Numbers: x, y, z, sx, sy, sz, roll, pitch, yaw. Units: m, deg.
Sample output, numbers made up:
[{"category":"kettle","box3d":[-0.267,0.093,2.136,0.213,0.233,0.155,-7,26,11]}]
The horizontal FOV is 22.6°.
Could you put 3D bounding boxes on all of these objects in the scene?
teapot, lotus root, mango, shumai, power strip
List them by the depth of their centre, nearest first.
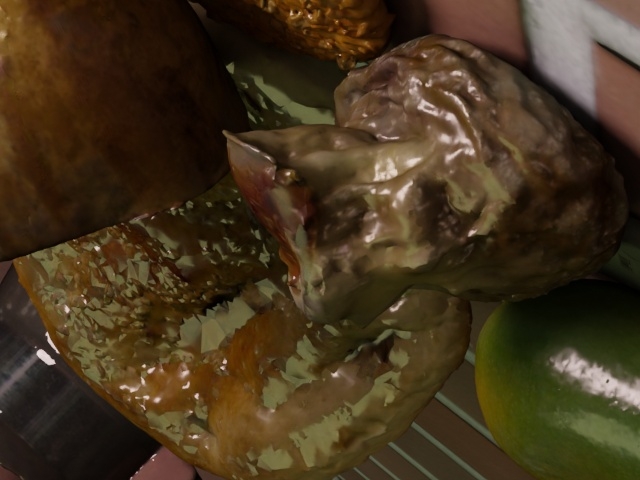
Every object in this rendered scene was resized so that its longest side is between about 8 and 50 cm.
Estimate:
[{"category":"shumai","box3d":[0.044,-0.017,0.821,0.209,0.153,0.161,19,135,54]},{"category":"power strip","box3d":[0.161,0.005,0.852,0.136,0.019,0.051,28,159,51]},{"category":"mango","box3d":[0.191,0.096,0.877,0.251,0.114,0.156,13,141,44]},{"category":"lotus root","box3d":[-0.157,-0.111,0.909,0.199,0.188,0.180,-115,4,-60]},{"category":"teapot","box3d":[-0.156,0.112,1.432,0.376,0.361,0.305,38,167,20]}]

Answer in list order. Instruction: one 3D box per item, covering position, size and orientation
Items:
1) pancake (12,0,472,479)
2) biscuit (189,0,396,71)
[{"category":"pancake","box3d":[-0.078,0.009,1.096,0.387,0.082,0.386,18,126,26]},{"category":"biscuit","box3d":[-0.070,-0.171,0.864,0.254,0.035,0.254,33,173,5]}]
